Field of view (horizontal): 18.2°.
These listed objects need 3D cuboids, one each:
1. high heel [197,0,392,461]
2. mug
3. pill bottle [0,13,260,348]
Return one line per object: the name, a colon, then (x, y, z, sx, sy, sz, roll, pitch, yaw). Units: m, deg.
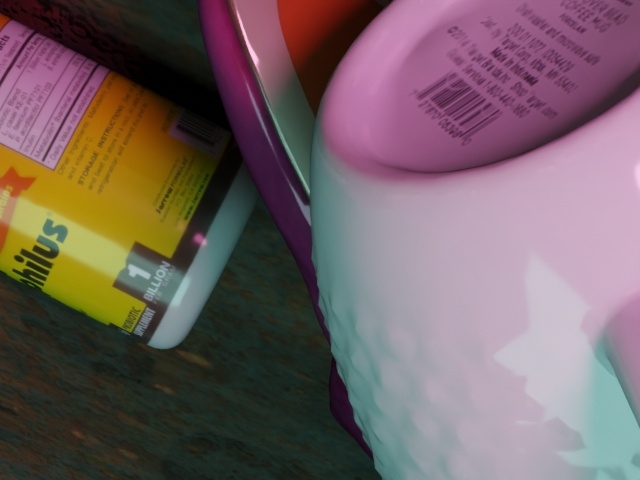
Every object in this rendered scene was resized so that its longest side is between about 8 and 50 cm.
high heel: (0.000, 0.000, 0.980, 0.181, 0.127, 0.377, 3, 137, 40)
mug: (0.154, 0.066, 0.762, 0.276, 0.374, 0.328, -28, 122, 9)
pill bottle: (-0.143, -0.040, 1.008, 0.215, 0.117, 0.117, 27, 146, -4)
